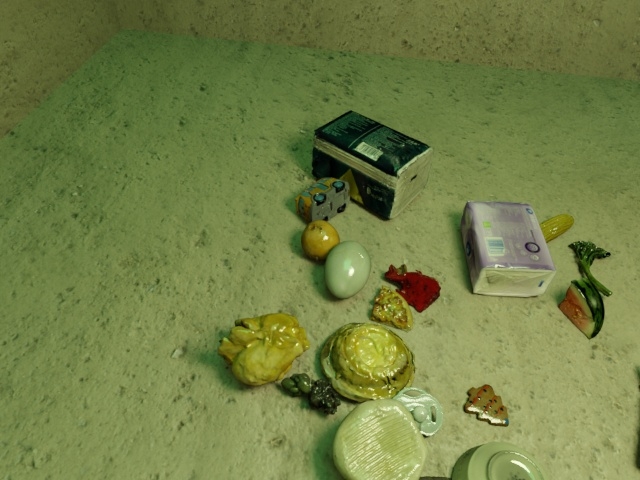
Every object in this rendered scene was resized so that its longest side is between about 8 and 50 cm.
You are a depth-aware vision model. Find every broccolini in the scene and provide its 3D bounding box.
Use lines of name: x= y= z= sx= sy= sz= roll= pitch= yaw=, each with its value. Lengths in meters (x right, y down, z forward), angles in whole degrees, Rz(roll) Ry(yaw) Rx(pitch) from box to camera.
broccolini: x=0.973 y=0.098 z=1.616 sx=0.123 sy=0.062 sz=0.271 roll=-7 pitch=39 yaw=11

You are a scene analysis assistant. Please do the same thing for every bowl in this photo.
bowl: x=0.435 y=0.576 z=1.078 sx=0.237 sy=0.126 sz=0.238 roll=2 pitch=45 yaw=-2

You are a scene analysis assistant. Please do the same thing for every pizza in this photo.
pizza: x=0.221 y=0.220 z=1.464 sx=0.134 sy=0.046 sz=0.175 roll=-24 pitch=52 yaw=-24

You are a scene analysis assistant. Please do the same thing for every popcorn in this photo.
popcorn: x=-0.152 y=0.298 z=1.280 sx=0.253 sy=0.191 sz=0.190 roll=-6 pitch=77 yaw=-5

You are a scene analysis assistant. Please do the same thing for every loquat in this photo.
loquat: x=0.000 y=0.000 z=1.602 sx=0.141 sy=0.141 sz=0.141 roll=2 pitch=46 yaw=-2

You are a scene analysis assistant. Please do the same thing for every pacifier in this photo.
pacifier: x=0.250 y=0.443 z=1.200 sx=0.150 sy=0.116 sz=0.127 roll=6 pitch=66 yaw=1

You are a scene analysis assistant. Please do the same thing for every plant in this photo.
plant: x=-0.022 y=0.408 z=1.252 sx=0.174 sy=0.087 sz=0.085 roll=21 pitch=13 yaw=21

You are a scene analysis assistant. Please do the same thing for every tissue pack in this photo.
tissue pack: x=0.192 y=-0.309 z=1.826 sx=0.416 sy=0.253 sz=0.264 roll=33 pitch=54 yaw=25
tissue pack: x=0.631 y=0.020 z=1.604 sx=0.242 sy=0.160 sz=0.338 roll=4 pitch=45 yaw=2

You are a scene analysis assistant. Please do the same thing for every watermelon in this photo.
watermelon: x=0.842 y=0.190 z=1.465 sx=0.137 sy=0.145 sz=0.193 roll=11 pitch=46 yaw=14

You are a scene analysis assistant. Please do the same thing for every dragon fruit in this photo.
dragon fruit: x=0.302 y=0.149 z=1.540 sx=0.192 sy=0.122 sz=0.092 roll=24 pitch=10 yaw=23

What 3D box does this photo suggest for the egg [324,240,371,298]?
egg: x=0.087 y=0.095 z=1.504 sx=0.151 sy=0.151 sz=0.209 roll=11 pitch=49 yaw=7

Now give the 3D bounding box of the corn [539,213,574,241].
corn: x=0.859 y=-0.042 z=1.735 sx=0.231 sy=0.080 sz=0.080 roll=-24 pitch=52 yaw=-26

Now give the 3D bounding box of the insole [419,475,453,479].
insole: x=0.192 y=0.634 z=1.093 sx=0.327 sy=0.007 sz=0.111 roll=-10 pitch=46 yaw=-13

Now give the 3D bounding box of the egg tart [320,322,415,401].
egg tart: x=0.138 y=0.332 z=1.320 sx=0.278 sy=0.095 sz=0.279 roll=2 pitch=45 yaw=-2

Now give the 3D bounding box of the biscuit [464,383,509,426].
biscuit: x=0.463 y=0.455 z=1.271 sx=0.119 sy=0.019 sz=0.130 roll=-32 pitch=56 yaw=-29

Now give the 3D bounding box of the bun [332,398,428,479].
bun: x=0.140 y=0.502 z=1.119 sx=0.231 sy=0.133 sz=0.231 roll=2 pitch=63 yaw=-5

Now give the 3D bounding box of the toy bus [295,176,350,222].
toy bus: x=0.004 y=-0.154 z=1.761 sx=0.136 sy=0.126 sz=0.209 roll=29 pitch=51 yaw=33
